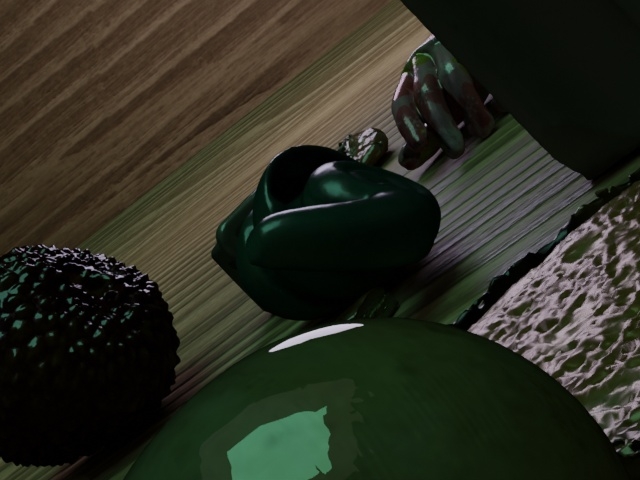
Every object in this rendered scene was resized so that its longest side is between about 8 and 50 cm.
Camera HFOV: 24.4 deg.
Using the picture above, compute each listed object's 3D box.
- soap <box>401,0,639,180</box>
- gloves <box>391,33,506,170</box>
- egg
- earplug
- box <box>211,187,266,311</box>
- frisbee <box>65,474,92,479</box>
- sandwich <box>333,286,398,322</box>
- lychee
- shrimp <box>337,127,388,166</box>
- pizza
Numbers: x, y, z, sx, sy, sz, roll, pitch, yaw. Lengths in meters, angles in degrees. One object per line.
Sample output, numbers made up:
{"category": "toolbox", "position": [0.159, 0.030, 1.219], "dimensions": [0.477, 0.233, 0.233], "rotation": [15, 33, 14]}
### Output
{"category": "soap", "position": [0.191, -0.307, 1.262], "dimensions": [0.213, 0.435, 0.350], "rotation": [-37, 14, 40]}
{"category": "gloves", "position": [0.145, -0.175, 1.690], "dimensions": [0.145, 0.126, 0.241], "rotation": [-24, 11, 38]}
{"category": "egg", "position": [0.001, 0.166, 0.607], "dimensions": [0.295, 0.218, 0.218], "rotation": [-47, 8, 21]}
{"category": "earplug", "position": [0.004, 0.007, 1.367], "dimensions": [0.280, 0.164, 0.257], "rotation": [-49, 13, 47]}
{"category": "box", "position": [-0.036, -0.005, 1.622], "dimensions": [0.172, 0.124, 0.093], "rotation": [-44, 2, -27]}
{"category": "frisbee", "position": [-0.320, 0.328, 1.479], "dimensions": [0.250, 0.021, 0.251], "rotation": [-37, 13, 10]}
{"category": "sandwich", "position": [0.033, 0.074, 1.305], "dimensions": [0.083, 0.031, 0.044], "rotation": [-43, 8, -4]}
{"category": "lychee", "position": [-0.293, 0.137, 1.617], "dimensions": [0.271, 0.271, 0.271], "rotation": [-38, 12, 9]}
{"category": "shrimp", "position": [0.046, -0.108, 1.960], "dimensions": [0.099, 0.041, 0.180], "rotation": [-54, 13, 2]}
{"category": "pizza", "position": [0.176, 0.044, 0.866], "dimensions": [0.435, 0.080, 0.392], "rotation": [-26, 18, 44]}
